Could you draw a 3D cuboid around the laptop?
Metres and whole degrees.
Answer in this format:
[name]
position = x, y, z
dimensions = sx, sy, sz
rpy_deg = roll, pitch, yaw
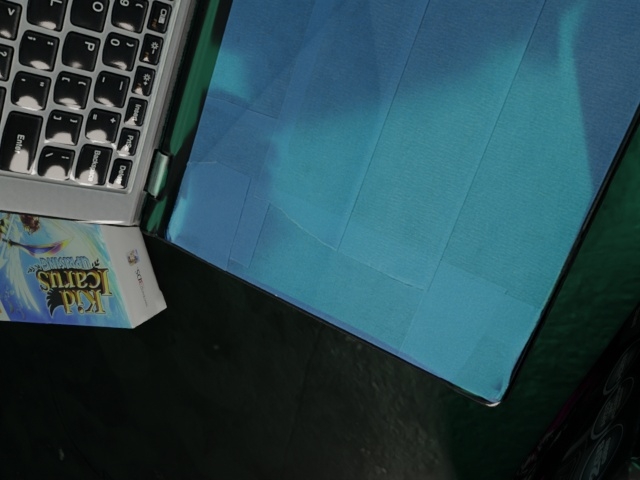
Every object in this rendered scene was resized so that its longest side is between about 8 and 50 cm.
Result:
[laptop]
position = -0.058, -0.144, 0.294
dimensions = 0.236, 0.408, 0.382
rpy_deg = 39, 115, 51

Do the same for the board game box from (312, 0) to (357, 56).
[board game box]
position = -0.093, -0.161, 0.519
dimensions = 0.305, 0.053, 0.193
rpy_deg = -25, 88, 48

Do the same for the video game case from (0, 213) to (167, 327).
[video game case]
position = -0.328, -0.021, 0.778
dimensions = 0.269, 0.061, 0.244
rpy_deg = -2, 111, 33

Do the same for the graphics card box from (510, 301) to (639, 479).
[graphics card box]
position = 0.174, 0.219, 0.463
dimensions = 0.094, 0.233, 0.371
rpy_deg = 32, 125, 17
